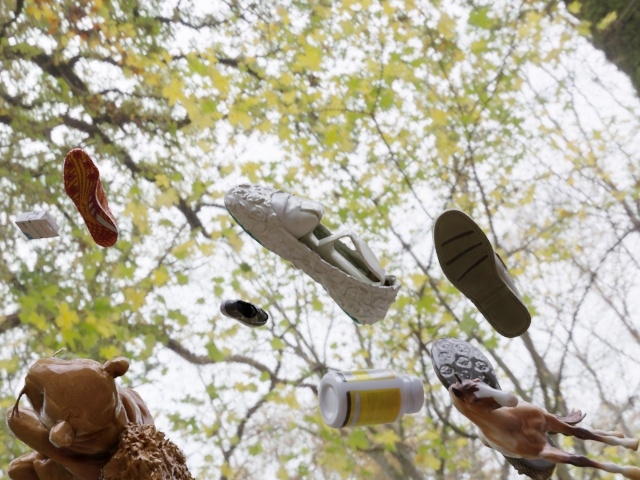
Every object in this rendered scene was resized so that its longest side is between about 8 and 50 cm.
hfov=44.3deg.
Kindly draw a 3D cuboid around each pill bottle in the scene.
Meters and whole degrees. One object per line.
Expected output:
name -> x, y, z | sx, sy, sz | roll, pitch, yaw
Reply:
pill bottle -> 0.096, 0.291, 1.463 | 0.184, 0.103, 0.103 | 1, -51, -25

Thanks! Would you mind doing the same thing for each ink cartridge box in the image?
ink cartridge box -> -0.525, -0.029, 1.476 | 0.083, 0.028, 0.048 | -4, -47, 27

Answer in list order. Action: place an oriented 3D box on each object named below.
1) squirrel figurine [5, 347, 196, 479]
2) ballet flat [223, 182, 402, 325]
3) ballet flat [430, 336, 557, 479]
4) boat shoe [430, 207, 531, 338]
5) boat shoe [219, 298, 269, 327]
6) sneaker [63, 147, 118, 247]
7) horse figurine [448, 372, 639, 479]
squirrel figurine -> -0.395, 0.365, 1.474 | 0.281, 0.397, 0.370 | -47, -13, -34
ballet flat -> 0.000, 0.000, 1.568 | 0.409, 0.147, 0.147 | 40, -75, -9
ballet flat -> 0.232, 0.230, 1.084 | 0.084, 0.250, 0.058 | -21, -43, -22
boat shoe -> 0.314, 0.060, 1.590 | 0.113, 0.103, 0.302 | -30, -75, 10
boat shoe -> -0.151, 0.153, 1.652 | 0.040, 0.049, 0.142 | -11, -21, 34
sneaker -> -0.392, -0.070, 1.330 | 0.064, 0.067, 0.175 | -18, -76, -14
horse figurine -> 0.218, 0.190, 0.790 | 0.263, 0.174, 0.066 | 41, -117, -72
